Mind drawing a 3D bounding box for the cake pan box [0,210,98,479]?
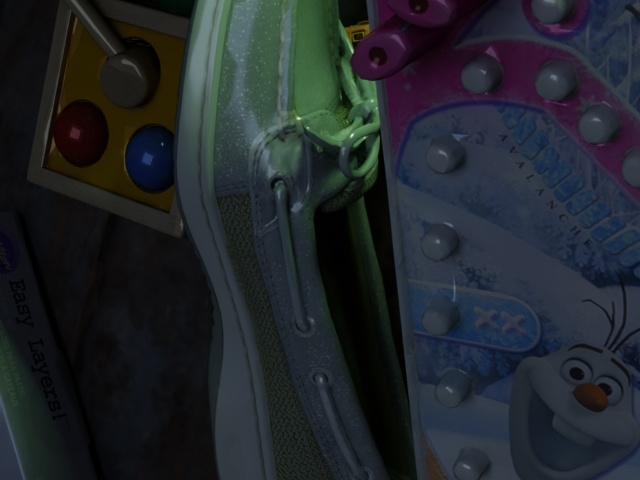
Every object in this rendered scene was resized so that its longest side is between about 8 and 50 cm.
[{"bbox_3d":[-0.264,0.134,0.803,0.246,0.070,0.267,-21,83,27],"label":"cake pan box"}]

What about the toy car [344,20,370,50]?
[{"bbox_3d":[0.027,-0.132,0.626,0.060,0.040,0.122,13,101,28],"label":"toy car"}]

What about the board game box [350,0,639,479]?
[{"bbox_3d":[0.197,0.062,0.454,0.390,0.050,0.390,9,122,29],"label":"board game box"}]

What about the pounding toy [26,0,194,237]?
[{"bbox_3d":[-0.100,-0.087,0.668,0.130,0.100,0.141,19,104,27],"label":"pounding toy"}]

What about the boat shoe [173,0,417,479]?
[{"bbox_3d":[-0.001,0.002,0.601,0.103,0.118,0.320,3,110,16],"label":"boat shoe"}]
